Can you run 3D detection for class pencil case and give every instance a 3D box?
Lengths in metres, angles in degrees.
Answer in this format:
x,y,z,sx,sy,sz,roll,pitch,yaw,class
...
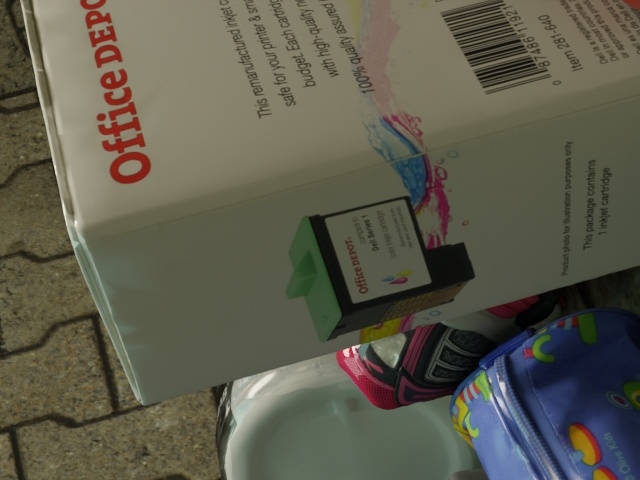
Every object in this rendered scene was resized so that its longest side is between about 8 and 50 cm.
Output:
x,y,z,sx,sy,sz,roll,pitch,yaw,class
0.163,0.167,0.638,0.133,0.119,0.306,39,-160,-43,pencil case

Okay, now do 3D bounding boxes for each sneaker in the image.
x,y,z,sx,sy,sz,roll,pitch,yaw,class
0.074,0.034,0.842,0.121,0.112,0.299,46,-173,11,sneaker

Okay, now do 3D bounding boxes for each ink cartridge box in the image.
x,y,z,sx,sy,sz,roll,pitch,yaw,class
0.017,-0.063,0.634,0.201,0.278,0.117,-111,8,-45,ink cartridge box

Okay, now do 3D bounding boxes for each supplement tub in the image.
x,y,z,sx,sy,sz,roll,pitch,yaw,class
0.023,0.068,1.101,0.338,0.207,0.207,-91,-9,-54,supplement tub

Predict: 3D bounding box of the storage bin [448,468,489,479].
x,y,z,sx,sy,sz,roll,pitch,yaw,class
0.112,0.225,0.945,0.135,0.098,0.091,96,167,-50,storage bin

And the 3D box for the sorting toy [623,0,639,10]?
x,y,z,sx,sy,sz,roll,pitch,yaw,class
0.067,-0.215,0.593,0.274,0.046,0.132,52,163,39,sorting toy
